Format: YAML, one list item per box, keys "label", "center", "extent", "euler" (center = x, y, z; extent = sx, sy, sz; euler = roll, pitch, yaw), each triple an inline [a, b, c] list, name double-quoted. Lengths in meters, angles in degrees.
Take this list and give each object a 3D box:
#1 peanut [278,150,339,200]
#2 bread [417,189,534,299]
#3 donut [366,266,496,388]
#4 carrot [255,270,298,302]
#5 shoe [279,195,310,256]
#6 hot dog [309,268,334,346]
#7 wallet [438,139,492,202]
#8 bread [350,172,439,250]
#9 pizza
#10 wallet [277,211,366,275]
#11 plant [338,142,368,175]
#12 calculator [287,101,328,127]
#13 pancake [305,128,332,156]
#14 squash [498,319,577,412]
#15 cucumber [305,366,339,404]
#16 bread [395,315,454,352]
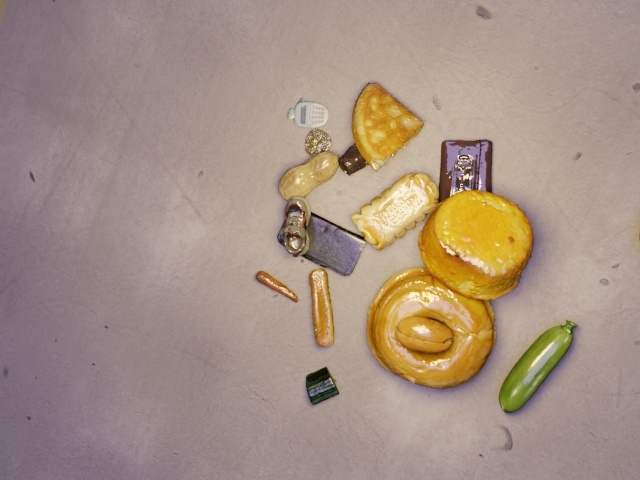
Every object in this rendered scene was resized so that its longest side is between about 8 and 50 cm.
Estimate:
- label: "peanut"
  center: [-0.044, -0.236, 1.812]
  extent: [0.256, 0.123, 0.123]
  euler: [-33, 87, 13]
- label: "bread"
  center: [0.506, 0.006, 1.599]
  extent: [0.358, 0.204, 0.337]
  euler: [29, 76, 9]
- label: "donut"
  center: [0.379, 0.307, 1.731]
  extent: [0.449, 0.198, 0.449]
  euler: [1, 96, 12]
- label: "carrot"
  center: [-0.162, 0.176, 1.904]
  extent: [0.191, 0.047, 0.047]
  euler: [31, 98, 2]
- label: "shoe"
  center: [-0.097, -0.042, 1.784]
  extent: [0.099, 0.125, 0.227]
  euler: [3, 107, 18]
- label: "hot dog"
  center: [0.003, 0.249, 1.864]
  extent: [0.083, 0.068, 0.289]
  euler: [-5, 88, -12]
- label: "wallet"
  center: [0.509, -0.239, 1.748]
  extent: [0.182, 0.049, 0.229]
  euler: [2, 92, 13]
- label: "bread"
  center: [0.274, -0.108, 1.761]
  extent: [0.311, 0.121, 0.173]
  euler: [-36, 90, 11]
- label: "pizza"
  center: [0.186, -0.401, 1.735]
  extent: [0.268, 0.087, 0.258]
  euler: [45, 66, 9]
- label: "wallet"
  center: [0.000, 0.000, 1.857]
  extent: [0.318, 0.045, 0.172]
  euler: [26, 99, 11]
- label: "plant"
  center: [0.135, -0.298, 1.784]
  extent: [0.143, 0.094, 0.092]
  euler: [-40, 48, -10]
- label: "calculator"
  center: [-0.046, -0.465, 1.850]
  extent: [0.153, 0.021, 0.095]
  euler: [4, 94, 10]
- label: "pancake"
  center: [-0.011, -0.359, 1.852]
  extent: [0.108, 0.017, 0.108]
  euler: [1, 94, 14]
- label: "squash"
  center: [0.738, 0.433, 1.717]
  extent: [0.107, 0.107, 0.395]
  euler: [36, 100, 7]
- label: "cucumber"
  center: [0.001, 0.553, 1.886]
  extent: [0.115, 0.062, 0.116]
  euler: [-25, 90, 7]
- label: "bread"
  center: [0.333, 0.306, 1.603]
  extent: [0.189, 0.077, 0.114]
  euler: [10, 93, 12]
